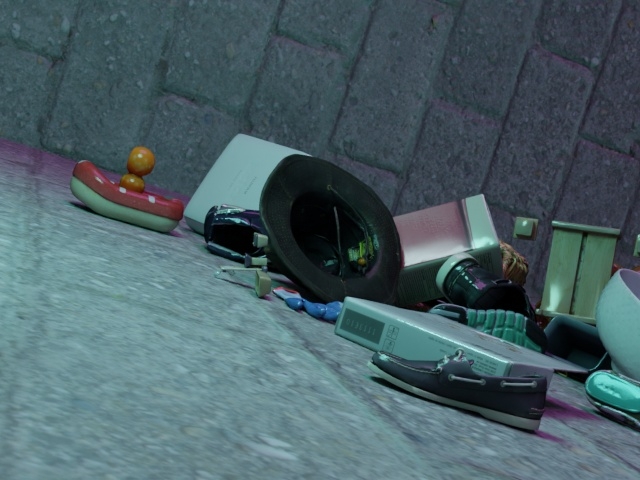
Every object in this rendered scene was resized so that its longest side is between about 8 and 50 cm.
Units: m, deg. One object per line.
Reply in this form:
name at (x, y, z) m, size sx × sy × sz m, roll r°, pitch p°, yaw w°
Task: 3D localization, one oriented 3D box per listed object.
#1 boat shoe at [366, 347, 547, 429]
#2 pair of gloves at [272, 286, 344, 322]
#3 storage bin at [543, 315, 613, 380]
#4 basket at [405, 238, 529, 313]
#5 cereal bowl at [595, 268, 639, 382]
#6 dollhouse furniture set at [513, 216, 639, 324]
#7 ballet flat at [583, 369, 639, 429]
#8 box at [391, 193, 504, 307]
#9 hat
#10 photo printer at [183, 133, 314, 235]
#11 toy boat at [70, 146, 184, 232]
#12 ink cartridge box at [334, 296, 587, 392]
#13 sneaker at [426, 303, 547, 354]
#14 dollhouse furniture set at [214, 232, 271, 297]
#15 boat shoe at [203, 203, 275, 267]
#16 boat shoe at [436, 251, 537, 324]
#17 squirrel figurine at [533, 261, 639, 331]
boat shoe at (0.156, 0.152, 1.152) m, size 0.206 × 0.064 × 0.075 m, roll 18°, pitch 3°, yaw 0°
pair of gloves at (0.027, 0.110, 1.591) m, size 0.198 × 0.023 × 0.159 m, roll 16°, pitch 4°, yaw -32°
storage bin at (0.469, 0.213, 1.847) m, size 0.135 × 0.098 × 0.091 m, roll 21°, pitch -24°, yaw 48°
basket at (0.263, 0.056, 2.166) m, size 0.299 × 0.213 × 0.223 m, roll 20°, pitch 3°, yaw 35°
cereal bowl at (0.589, 0.203, 1.690) m, size 0.339 × 0.141 × 0.339 m, roll 31°, pitch 17°, yaw -11°
dollhouse furniture set at (0.558, 0.135, 2.100) m, size 0.356 × 0.303 × 0.174 m, roll 10°, pitch -7°, yaw 21°
ballet flat at (0.470, 0.244, 1.427) m, size 0.222 × 0.076 × 0.079 m, roll 21°, pitch -16°, yaw 49°
box at (0.227, 0.023, 1.991) m, size 0.233 × 0.126 × 0.148 m, roll -15°, pitch -33°, yaw 5°
hat at (-0.008, 0.005, 1.827) m, size 0.331 × 0.331 × 0.134 m, roll 16°, pitch -33°, yaw -40°
photo printer at (-0.132, -0.093, 2.231) m, size 0.308 × 0.256 × 0.107 m, roll 22°, pitch -15°, yaw 46°
toy boat at (-0.376, -0.115, 2.039) m, size 0.231 × 0.151 × 0.151 m, roll 17°, pitch 3°, yaw -26°
ink cartridge box at (0.195, 0.155, 1.414) m, size 0.275 × 0.060 × 0.239 m, roll 20°, pitch 2°, yaw 38°
sneaker at (0.292, 0.155, 1.831) m, size 0.224 × 0.083 × 0.098 m, roll 17°, pitch -2°, yaw -8°
dollhouse furniture set at (-0.119, 0.040, 1.567) m, size 0.081 × 0.090 × 0.114 m, roll 2°, pitch 9°, yaw -9°
boat shoe at (-0.069, 0.015, 2.008) m, size 0.341 × 0.127 × 0.158 m, roll 10°, pitch 10°, yaw -2°
boat shoe at (0.345, 0.135, 1.947) m, size 0.113 × 0.127 × 0.340 m, roll 42°, pitch -2°, yaw 43°
squirrel figurine at (0.691, 0.167, 2.321) m, size 0.397 × 0.281 × 0.370 m, roll 21°, pitch -3°, yaw 3°
